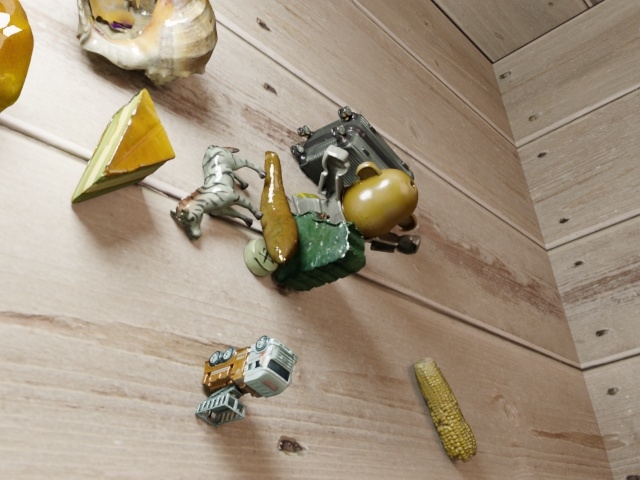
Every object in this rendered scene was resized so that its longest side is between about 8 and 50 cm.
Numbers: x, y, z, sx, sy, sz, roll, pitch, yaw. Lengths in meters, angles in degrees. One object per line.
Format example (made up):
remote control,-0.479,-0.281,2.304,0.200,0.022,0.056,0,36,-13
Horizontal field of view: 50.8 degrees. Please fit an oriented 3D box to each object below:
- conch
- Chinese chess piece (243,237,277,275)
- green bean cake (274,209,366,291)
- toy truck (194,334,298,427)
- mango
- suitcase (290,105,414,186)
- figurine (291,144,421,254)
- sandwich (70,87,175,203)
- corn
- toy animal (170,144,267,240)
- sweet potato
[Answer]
conch,-0.352,-0.471,1.310,0.297,0.210,0.353,-21,118,-39
Chinese chess piece,-0.126,0.035,1.442,0.084,0.034,0.084,36,40,-38
green bean cake,0.000,0.000,1.491,0.107,0.208,0.194,34,45,-43
toy truck,-0.128,0.243,1.163,0.080,0.177,0.115,43,39,-29
mango,-0.537,-0.301,1.004,0.166,0.136,0.236,-40,107,-42
suitcase,0.088,-0.189,1.753,0.312,0.202,0.128,42,49,-32
figurine,0.102,-0.075,1.612,0.342,0.284,0.167,27,49,-41
sandwich,-0.366,-0.166,1.167,0.144,0.117,0.187,60,34,-1
corn,0.324,0.445,1.760,0.086,0.086,0.288,-20,84,-58
toy animal,-0.192,-0.090,1.392,0.170,0.089,0.255,43,35,-25
sweet potato,-0.088,-0.051,1.448,0.079,0.108,0.346,-1,47,-11
